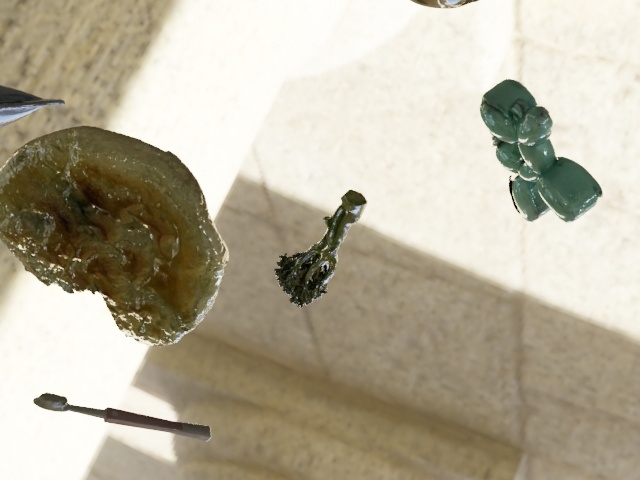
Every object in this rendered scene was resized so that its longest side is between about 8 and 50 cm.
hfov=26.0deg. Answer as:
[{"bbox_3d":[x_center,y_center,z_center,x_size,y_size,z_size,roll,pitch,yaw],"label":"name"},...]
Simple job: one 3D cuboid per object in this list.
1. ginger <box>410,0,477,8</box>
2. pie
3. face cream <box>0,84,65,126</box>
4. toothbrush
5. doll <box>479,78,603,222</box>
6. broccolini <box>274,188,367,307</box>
[{"bbox_3d":[0.041,-0.367,1.079,0.256,0.176,0.375,23,136,48],"label":"ginger"},{"bbox_3d":[-0.268,-0.009,1.727,0.338,0.075,0.337,14,130,17],"label":"pie"},{"bbox_3d":[-0.342,-0.094,1.032,0.136,0.086,0.385,-11,-170,-38],"label":"face cream"},{"bbox_3d":[-0.190,0.172,1.348,0.194,0.014,0.017,19,138,-35],"label":"toothbrush"},{"bbox_3d":[0.219,-0.091,1.423,0.158,0.059,0.159,54,169,-4],"label":"doll"},{"bbox_3d":[0.001,-0.002,1.470,0.058,0.067,0.216,59,155,20],"label":"broccolini"}]
